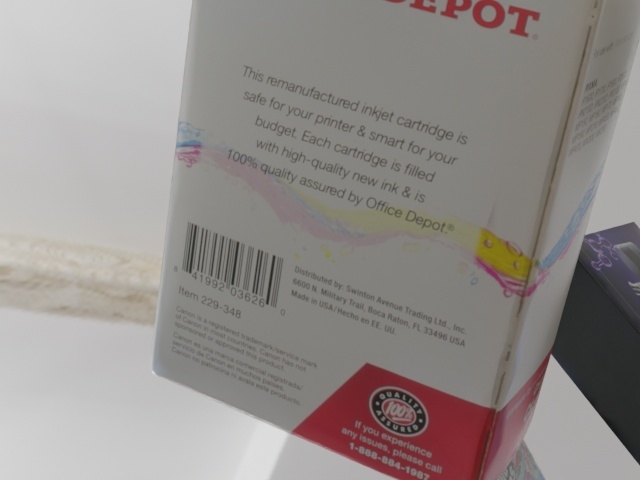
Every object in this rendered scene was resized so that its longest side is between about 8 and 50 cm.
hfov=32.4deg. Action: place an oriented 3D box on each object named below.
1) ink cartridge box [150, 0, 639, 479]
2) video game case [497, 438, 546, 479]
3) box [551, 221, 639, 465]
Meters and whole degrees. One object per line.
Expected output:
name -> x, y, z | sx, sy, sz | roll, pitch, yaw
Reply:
ink cartridge box -> 0.039, -0.036, 0.635 | 0.131, 0.226, 0.306 | -28, -45, -58
video game case -> 0.217, 0.302, 1.233 | 0.025, 0.204, 0.285 | -16, -56, 23
box -> 0.348, 0.117, 1.169 | 0.184, 0.261, 0.103 | -14, -30, -49
